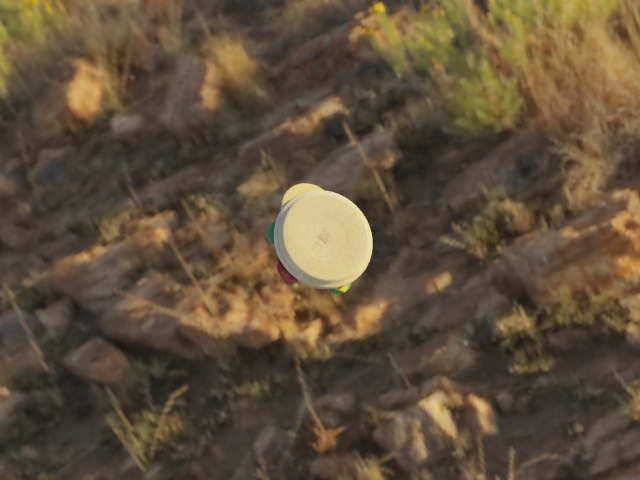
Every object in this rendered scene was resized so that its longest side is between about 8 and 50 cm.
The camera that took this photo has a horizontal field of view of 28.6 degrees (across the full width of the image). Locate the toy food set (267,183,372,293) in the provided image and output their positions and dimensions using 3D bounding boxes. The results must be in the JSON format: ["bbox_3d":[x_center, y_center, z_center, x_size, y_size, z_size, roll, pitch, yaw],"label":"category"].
[{"bbox_3d":[0.000,0.000,0.978,0.083,0.083,0.020,-68,10,-23],"label":"toy food set"}]
